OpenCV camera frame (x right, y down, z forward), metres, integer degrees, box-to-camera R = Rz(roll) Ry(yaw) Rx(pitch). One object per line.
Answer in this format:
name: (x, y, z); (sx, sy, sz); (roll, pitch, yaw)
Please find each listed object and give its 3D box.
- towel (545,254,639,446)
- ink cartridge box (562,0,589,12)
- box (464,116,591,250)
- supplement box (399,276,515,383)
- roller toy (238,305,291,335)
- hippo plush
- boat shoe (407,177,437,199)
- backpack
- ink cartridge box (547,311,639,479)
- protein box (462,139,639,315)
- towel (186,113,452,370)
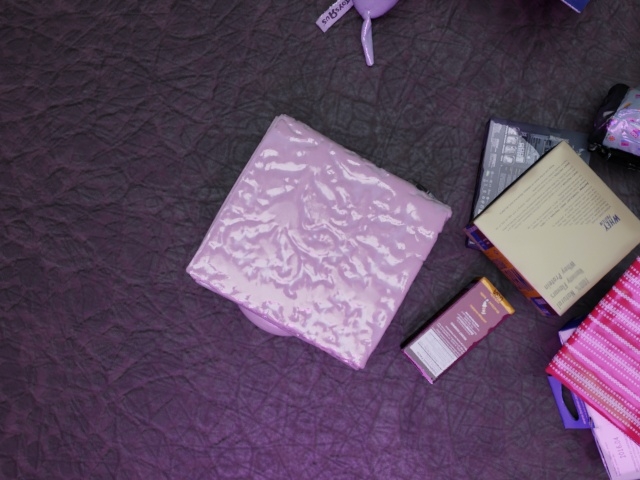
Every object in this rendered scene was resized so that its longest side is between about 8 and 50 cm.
towel: (0.507, 0.163, 1.472); (0.199, 0.031, 0.275); (41, 109, 16)
ink cartridge box: (0.357, -0.524, 1.576); (0.304, 0.307, 0.072); (38, 124, 3)
box: (0.362, -0.085, 1.658); (0.183, 0.059, 0.232); (10, 87, 3)
supplement box: (0.230, 0.152, 1.628); (0.188, 0.104, 0.081); (-42, 86, 0)
roller toy: (-0.053, 0.069, 1.624); (0.191, 0.146, 0.209); (2, 87, 2)
hippo plush: (0.084, -0.502, 1.604); (0.234, 0.236, 0.294); (38, 89, 4)
boat shoe: (0.111, -0.011, 1.661); (0.070, 0.078, 0.219); (39, 81, 3)
backpack: (0.555, -0.189, 1.587); (0.182, 0.115, 0.152); (22, 49, 18)
ink cartridge box: (0.565, 0.222, 1.546); (0.395, 0.151, 0.270); (-20, 86, 23)
protein box: (0.379, -0.016, 1.555); (0.200, 0.136, 0.201); (-42, 86, -2)
towel: (0.000, 0.000, 1.540); (0.332, 0.053, 0.317); (30, 78, 2)
